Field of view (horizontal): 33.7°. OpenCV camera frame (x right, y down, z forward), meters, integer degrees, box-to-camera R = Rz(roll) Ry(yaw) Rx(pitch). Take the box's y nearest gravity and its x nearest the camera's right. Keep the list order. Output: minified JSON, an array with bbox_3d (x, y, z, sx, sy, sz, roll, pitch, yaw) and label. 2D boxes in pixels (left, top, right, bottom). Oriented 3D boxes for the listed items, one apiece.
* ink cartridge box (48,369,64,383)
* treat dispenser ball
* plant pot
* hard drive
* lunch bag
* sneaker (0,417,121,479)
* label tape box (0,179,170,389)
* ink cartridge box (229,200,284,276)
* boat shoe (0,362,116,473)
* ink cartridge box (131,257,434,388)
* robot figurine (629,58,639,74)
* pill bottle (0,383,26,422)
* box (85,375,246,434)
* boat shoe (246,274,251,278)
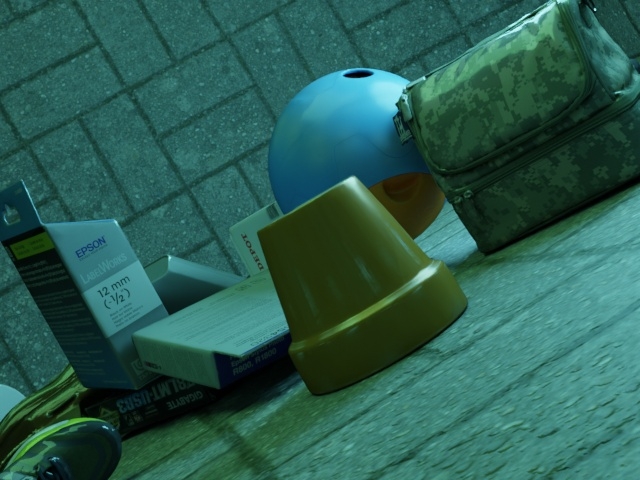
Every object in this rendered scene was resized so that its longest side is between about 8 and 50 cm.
[{"bbox_3d":[-0.511,0.319,2.448,0.197,0.114,0.273,-32,4,-18],"label":"ink cartridge box"},{"bbox_3d":[0.062,-0.120,1.623,0.288,0.288,0.288,-30,3,2],"label":"treat dispenser ball"},{"bbox_3d":[0.030,0.038,1.179,0.205,0.188,0.205,-30,3,2],"label":"plant pot"},{"bbox_3d":[-0.196,0.110,1.829,0.308,0.040,0.203,20,-34,-39],"label":"hard drive"},{"bbox_3d":[0.280,-0.161,1.421,0.305,0.256,0.212,-29,3,31],"label":"lunch bag"},{"bbox_3d":[-0.357,0.322,1.246,0.300,0.111,0.121,-37,15,-19],"label":"sneaker"},{"bbox_3d":[-0.367,0.057,1.628,0.115,0.347,0.249,-31,10,-30],"label":"label tape box"},{"bbox_3d":[0.000,0.000,1.894,0.283,0.207,0.117,-27,2,40],"label":"ink cartridge box"},{"bbox_3d":[-0.423,0.303,1.750,0.120,0.122,0.324,19,56,35],"label":"boat shoe"},{"bbox_3d":[-0.053,0.106,1.471,0.324,0.071,0.330,-25,15,-30],"label":"ink cartridge box"},{"bbox_3d":[0.419,-0.217,1.758,0.278,0.173,0.209,-32,-4,-28],"label":"robot figurine"},{"bbox_3d":[-0.713,0.403,2.090,0.363,0.210,0.210,-28,4,47],"label":"pill bottle"},{"bbox_3d":[-0.186,0.199,1.707,0.296,0.073,0.293,-27,5,40],"label":"box"},{"bbox_3d":[-0.135,0.135,2.092,0.335,0.112,0.095,-36,22,-11],"label":"boat shoe"}]
